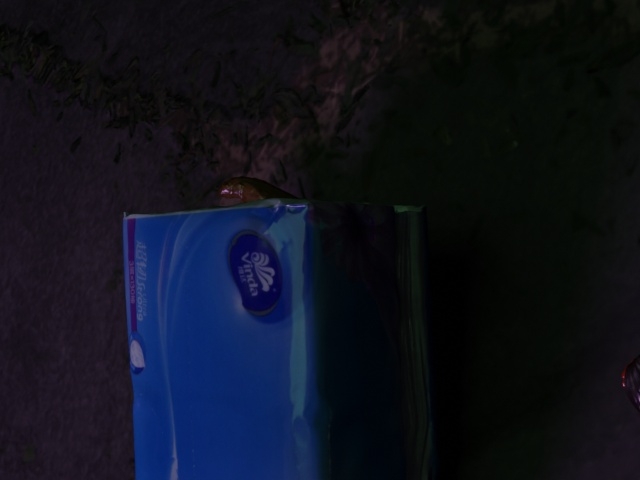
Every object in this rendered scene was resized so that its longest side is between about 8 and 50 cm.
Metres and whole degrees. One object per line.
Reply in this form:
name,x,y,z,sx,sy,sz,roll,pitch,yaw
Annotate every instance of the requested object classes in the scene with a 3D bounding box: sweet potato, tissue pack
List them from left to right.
tissue pack,-0.030,0.107,1.118,0.198,0.146,0.263,-4,87,42
sweet potato,0.000,0.000,1.230,0.214,0.050,0.050,36,101,42

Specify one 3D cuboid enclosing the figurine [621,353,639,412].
figurine,0.220,0.111,0.993,0.060,0.047,0.106,111,142,-56
